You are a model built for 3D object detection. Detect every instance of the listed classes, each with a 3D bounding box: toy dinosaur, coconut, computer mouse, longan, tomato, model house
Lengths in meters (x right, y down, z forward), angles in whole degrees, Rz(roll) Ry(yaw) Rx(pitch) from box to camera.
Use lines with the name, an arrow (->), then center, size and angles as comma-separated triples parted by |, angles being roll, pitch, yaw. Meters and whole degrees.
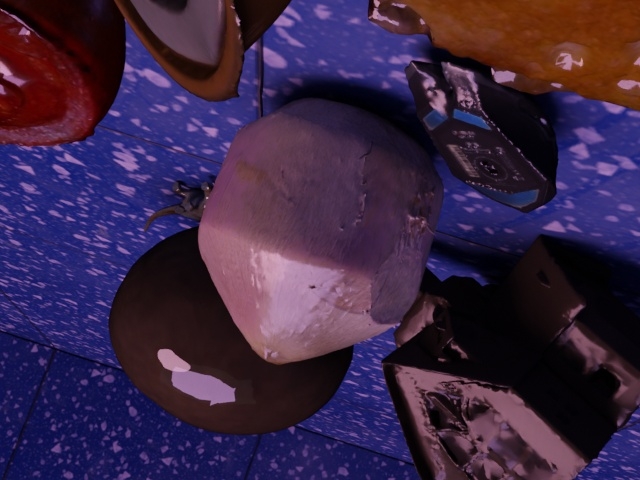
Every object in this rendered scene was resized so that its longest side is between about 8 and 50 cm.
toy dinosaur -> -0.118, -0.034, 1.006 | 0.180, 0.037, 0.058 | 2, 151, 40
coconut -> 0.000, 0.000, 0.745 | 0.171, 0.183, 0.171 | 15, 166, 4
computer mouse -> 0.105, -0.072, 0.652 | 0.079, 0.047, 0.135 | 7, 149, 50
longan -> -0.082, 0.090, 1.049 | 0.246, 0.215, 0.246 | 21, 153, 11
tomato -> -0.207, -0.153, 0.563 | 0.233, 0.139, 0.200 | 27, 157, -21
model house -> 0.152, 0.084, 0.905 | 0.243, 0.211, 0.204 | 42, 123, 16

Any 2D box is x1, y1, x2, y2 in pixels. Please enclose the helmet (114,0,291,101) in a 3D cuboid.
helmet -> -0.067, -0.168, 0.357 | 0.224, 0.130, 0.198 | 49, 174, -29

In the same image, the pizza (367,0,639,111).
pizza -> 0.141, -0.125, 0.344 | 0.409, 0.114, 0.278 | 32, 157, -36
